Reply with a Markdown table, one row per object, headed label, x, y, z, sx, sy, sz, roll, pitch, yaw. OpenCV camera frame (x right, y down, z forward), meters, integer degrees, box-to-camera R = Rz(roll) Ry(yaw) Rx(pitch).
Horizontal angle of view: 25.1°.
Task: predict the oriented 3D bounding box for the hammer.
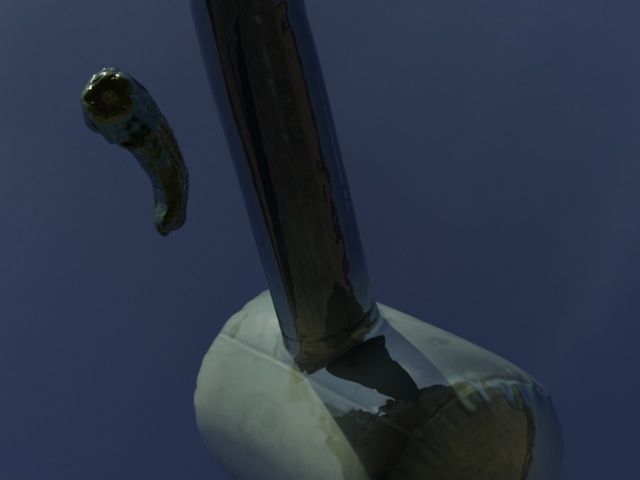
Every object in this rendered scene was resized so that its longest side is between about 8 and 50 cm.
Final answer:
| label | x | y | z | sx | sy | sz | roll | pitch | yaw |
| --- | --- | --- | --- | --- | --- | --- | --- | --- | --- |
| hammer | 0.000 | 0.000 | 0.386 | 0.069 | 0.116 | 0.194 | -30 | -59 | -27 |

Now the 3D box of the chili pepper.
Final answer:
| label | x | y | z | sx | sy | sz | roll | pitch | yaw |
| --- | --- | --- | --- | --- | --- | --- | --- | --- | --- |
| chili pepper | -0.144 | -0.079 | 1.131 | 0.050 | 0.182 | 0.073 | -25 | -124 | 2 |
